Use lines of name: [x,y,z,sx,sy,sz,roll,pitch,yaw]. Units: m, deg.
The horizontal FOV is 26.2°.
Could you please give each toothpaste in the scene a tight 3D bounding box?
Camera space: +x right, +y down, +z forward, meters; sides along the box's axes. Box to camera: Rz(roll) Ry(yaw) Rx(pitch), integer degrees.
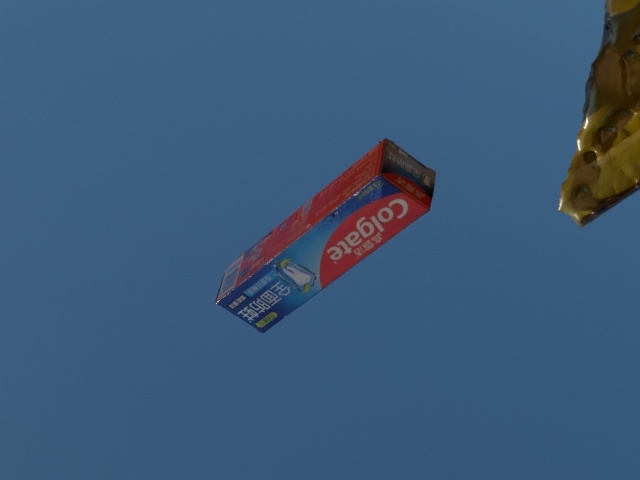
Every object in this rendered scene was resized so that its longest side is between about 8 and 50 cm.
toothpaste: [0.001,0.001,1.583,0.076,0.320,0.066,33,-135,-20]

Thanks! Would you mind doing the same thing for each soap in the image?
soap: [0.335,-0.232,1.505,0.304,0.338,0.169,55,-157,5]
